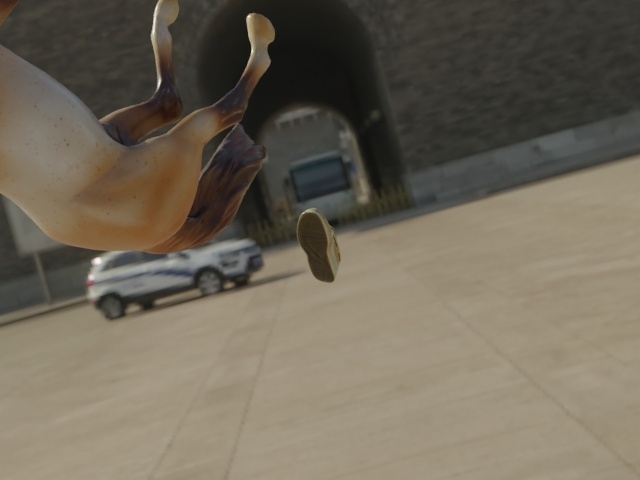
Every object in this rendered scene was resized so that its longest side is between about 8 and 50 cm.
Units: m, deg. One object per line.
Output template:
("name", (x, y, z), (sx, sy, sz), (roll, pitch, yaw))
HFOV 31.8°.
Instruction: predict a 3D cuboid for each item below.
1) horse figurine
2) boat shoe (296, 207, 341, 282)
("horse figurine", (-0.120, -0.065, 0.518), (0.263, 0.174, 0.066), (31, -20, -35))
("boat shoe", (0.000, 0.000, 1.623), (0.050, 0.135, 0.045), (10, 47, 21))
